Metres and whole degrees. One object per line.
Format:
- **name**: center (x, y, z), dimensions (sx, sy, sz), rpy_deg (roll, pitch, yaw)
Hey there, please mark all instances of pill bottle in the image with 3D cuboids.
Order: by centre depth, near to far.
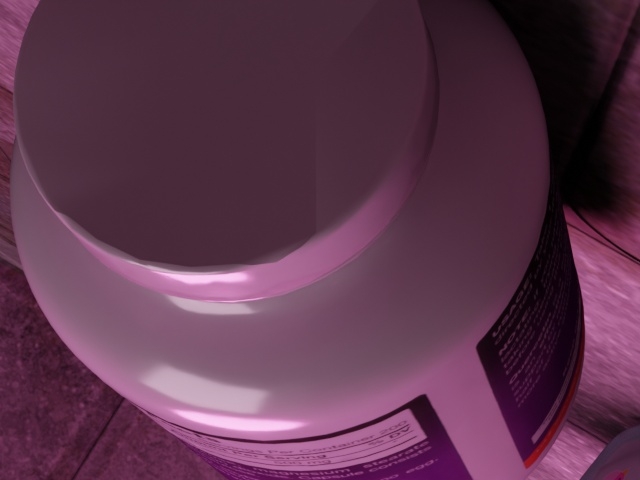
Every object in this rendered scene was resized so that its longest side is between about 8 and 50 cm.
- **pill bottle**: center (0.000, 0.000, 0.674), dimensions (0.181, 0.181, 0.323), rpy_deg (28, 169, 19)

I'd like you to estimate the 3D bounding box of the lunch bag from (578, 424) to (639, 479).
- **lunch bag**: center (0.193, 0.242, 1.145), dimensions (0.160, 0.223, 0.262), rpy_deg (40, 173, 14)
